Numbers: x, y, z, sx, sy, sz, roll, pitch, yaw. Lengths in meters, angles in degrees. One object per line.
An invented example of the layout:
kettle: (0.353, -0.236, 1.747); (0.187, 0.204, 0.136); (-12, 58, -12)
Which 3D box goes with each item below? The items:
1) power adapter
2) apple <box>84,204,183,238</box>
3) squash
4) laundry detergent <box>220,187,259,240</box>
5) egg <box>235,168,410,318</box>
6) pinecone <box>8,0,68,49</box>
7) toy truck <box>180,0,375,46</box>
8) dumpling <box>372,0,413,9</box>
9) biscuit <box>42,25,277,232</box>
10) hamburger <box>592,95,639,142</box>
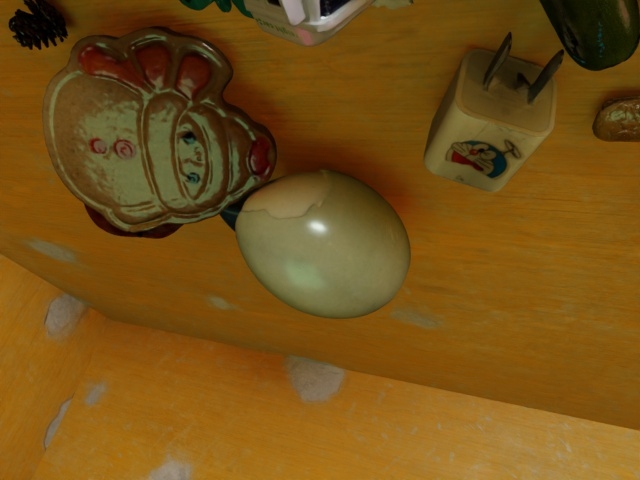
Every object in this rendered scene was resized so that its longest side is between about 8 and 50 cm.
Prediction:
power adapter: (0.230, -0.176, 0.618); (0.130, 0.125, 0.205); (17, 154, 3)
apple: (-0.369, -0.112, 0.994); (0.233, 0.234, 0.234); (14, 153, 7)
squash: (0.231, -0.287, 0.458); (0.331, 0.087, 0.087); (37, 147, -31)
laundry detergent: (-0.155, -0.029, 1.163); (0.143, 0.094, 0.290); (7, 151, 13)
egg: (0.000, 0.000, 0.917); (0.336, 0.278, 0.278); (30, 151, -30)
pinecone: (-0.454, -0.344, 0.762); (0.077, 0.083, 0.077); (50, -178, -2)
toy truck: (-0.085, -0.302, 0.429); (0.363, 0.176, 0.178); (32, 161, 36)
dumpling: (0.046, -0.322, 0.488); (0.127, 0.108, 0.188); (35, 175, 23)
biscuit: (-0.264, -0.167, 0.800); (0.380, 0.074, 0.359); (6, 123, -2)
hamburger: (0.411, -0.161, 0.631); (0.083, 0.044, 0.076); (8, 151, 24)
